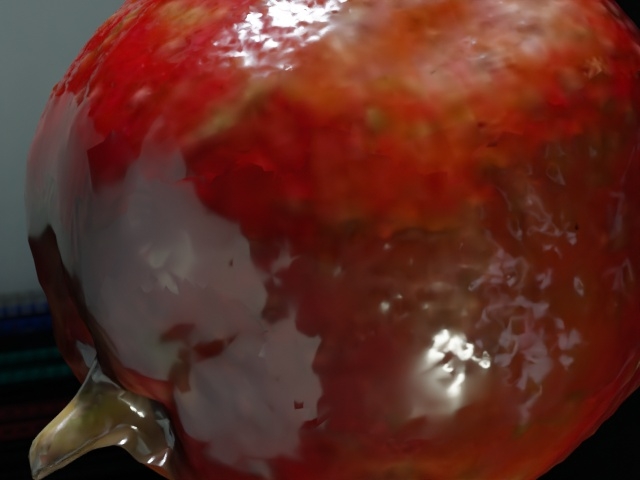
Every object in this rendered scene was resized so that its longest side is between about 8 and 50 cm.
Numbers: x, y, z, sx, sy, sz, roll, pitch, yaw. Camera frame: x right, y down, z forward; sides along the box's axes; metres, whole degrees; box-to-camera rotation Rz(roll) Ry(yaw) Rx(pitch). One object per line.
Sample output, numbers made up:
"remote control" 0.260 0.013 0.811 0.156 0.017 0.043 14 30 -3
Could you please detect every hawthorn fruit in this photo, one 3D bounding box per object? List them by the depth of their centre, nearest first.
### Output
"hawthorn fruit" 0.000 0.000 0.492 0.215 0.249 0.215 38 -26 23
